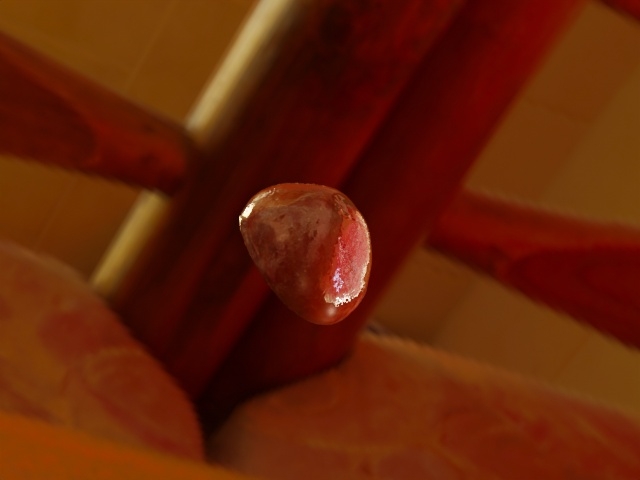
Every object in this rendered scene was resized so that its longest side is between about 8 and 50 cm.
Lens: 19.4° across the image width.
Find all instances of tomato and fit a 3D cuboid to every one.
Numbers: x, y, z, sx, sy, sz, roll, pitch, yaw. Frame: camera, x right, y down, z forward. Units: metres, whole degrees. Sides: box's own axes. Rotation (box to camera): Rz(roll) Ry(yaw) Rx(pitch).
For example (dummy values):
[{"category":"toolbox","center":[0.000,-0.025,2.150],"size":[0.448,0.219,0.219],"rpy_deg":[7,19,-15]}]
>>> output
[{"category":"tomato","center":[0.000,0.000,1.883],"size":[0.139,0.091,0.159],"rpy_deg":[9,51,-48]}]
